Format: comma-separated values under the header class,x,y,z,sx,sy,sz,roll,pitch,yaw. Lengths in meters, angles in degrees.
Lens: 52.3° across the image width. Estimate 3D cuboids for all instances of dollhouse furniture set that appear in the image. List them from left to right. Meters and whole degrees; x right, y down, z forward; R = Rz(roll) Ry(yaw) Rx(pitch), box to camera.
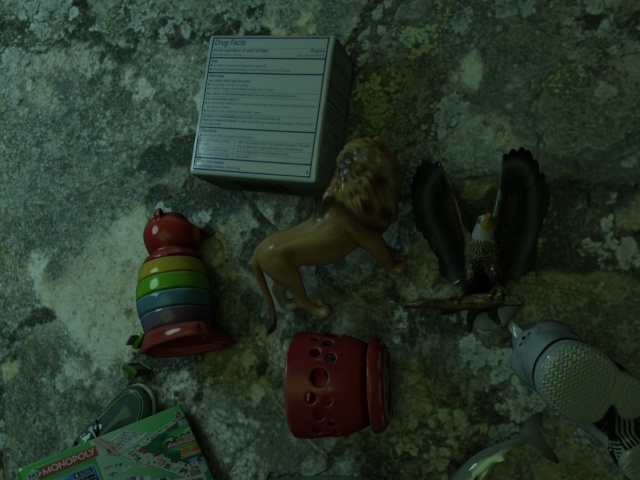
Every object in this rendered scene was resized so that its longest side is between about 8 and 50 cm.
class,x,y,z,sx,sy,sz,roll,pitch,yaw
dollhouse furniture set,-0.360,0.209,1.372,0.076,0.058,0.151,28,92,19

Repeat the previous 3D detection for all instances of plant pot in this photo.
class,x,y,z,sx,sy,sz,roll,pitch,yaw
plant pot,0.037,0.256,1.171,0.174,0.191,0.191,-5,81,12

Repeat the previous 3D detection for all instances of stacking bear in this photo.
class,x,y,z,sx,sy,sz,roll,pitch,yaw
stacking bear,-0.294,0.078,1.324,0.164,0.175,0.289,-13,69,8

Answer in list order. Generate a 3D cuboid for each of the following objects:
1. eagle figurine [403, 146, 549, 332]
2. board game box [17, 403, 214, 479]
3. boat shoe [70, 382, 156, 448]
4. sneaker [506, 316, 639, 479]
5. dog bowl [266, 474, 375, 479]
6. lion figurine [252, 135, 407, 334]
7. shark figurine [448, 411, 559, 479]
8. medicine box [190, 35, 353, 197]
class,x,y,z,sx,sy,sz,roll,pitch,yaw
eagle figurine,0.282,-0.005,1.152,0.226,0.225,0.298,22,52,-19
board game box,-0.371,0.466,1.225,0.317,0.046,0.213,-16,61,-30
boat shoe,-0.458,0.438,1.351,0.116,0.099,0.319,38,95,19
sneaker,0.457,0.253,1.070,0.366,0.210,0.137,38,97,-16
dog bowl,-0.019,0.478,1.118,0.265,0.265,0.104,-6,78,17
lion figurine,0.000,0.000,1.191,0.392,0.142,0.240,-35,118,5
shark figurine,0.268,0.401,1.129,0.166,0.116,0.278,26,101,-14
medicine box,-0.092,-0.247,1.298,0.264,0.149,0.289,6,84,18
